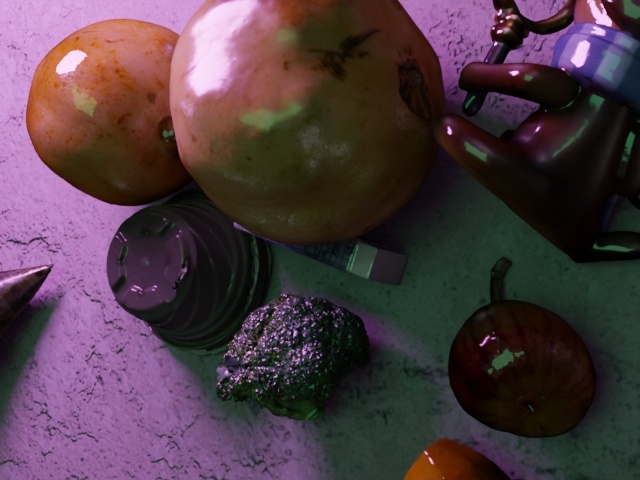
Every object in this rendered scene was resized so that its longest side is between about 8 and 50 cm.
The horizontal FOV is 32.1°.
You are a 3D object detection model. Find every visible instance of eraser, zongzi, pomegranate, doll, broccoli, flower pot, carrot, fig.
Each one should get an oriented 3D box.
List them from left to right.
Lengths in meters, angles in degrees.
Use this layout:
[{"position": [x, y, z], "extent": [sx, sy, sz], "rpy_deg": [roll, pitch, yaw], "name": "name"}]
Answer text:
[{"position": [-0.570, 0.075, 1.746], "extent": [0.300, 0.138, 0.286], "rpy_deg": [-45, 55, 4], "name": "zongzi"}, {"position": [-0.260, -0.173, 1.495], "extent": [0.264, 0.264, 0.264], "rpy_deg": [-5, 81, 31], "name": "pomegranate"}, {"position": [-0.195, 0.036, 1.500], "extent": [0.235, 0.140, 0.235], "rpy_deg": [-3, 84, 30], "name": "flower pot"}, {"position": [-0.033, 0.148, 1.375], "extent": [0.195, 0.195, 0.156], "rpy_deg": [9, 108, 32], "name": "broccoli"}, {"position": [-0.018, -0.155, 1.304], "extent": [0.332, 0.332, 0.332], "rpy_deg": [-5, 81, 31], "name": "pomegranate"}, {"position": [0.000, 0.000, 1.412], "extent": [0.212, 0.092, 0.046], "rpy_deg": [21, 94, 31], "name": "eraser"}, {"position": [0.206, 0.131, 1.236], "extent": [0.202, 0.149, 0.148], "rpy_deg": [36, 122, 44], "name": "fig"}, {"position": [0.218, 0.348, 1.219], "extent": [0.302, 0.114, 0.114], "rpy_deg": [44, 107, 26], "name": "carrot"}, {"position": [0.286, -0.165, 1.212], "extent": [0.318, 0.209, 0.340], "rpy_deg": [29, 103, -2], "name": "doll"}]
